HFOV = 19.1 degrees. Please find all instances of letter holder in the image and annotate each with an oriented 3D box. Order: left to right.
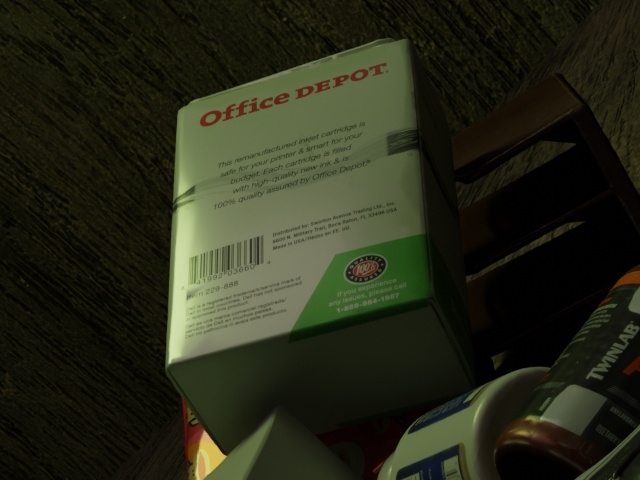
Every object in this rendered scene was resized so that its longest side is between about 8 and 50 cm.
[{"bbox_3d":[0.166,-0.020,1.686,0.214,0.152,0.302,-30,7,8],"label":"letter holder"}]

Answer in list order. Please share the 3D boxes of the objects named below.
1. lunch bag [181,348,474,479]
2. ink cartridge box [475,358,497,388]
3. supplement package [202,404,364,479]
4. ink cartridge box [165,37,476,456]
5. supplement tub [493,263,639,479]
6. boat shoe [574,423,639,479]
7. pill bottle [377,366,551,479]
[{"bbox_3d":[0.014,0.137,1.535,0.258,0.120,0.293,-33,38,24],"label":"lunch bag"},{"bbox_3d":[0.035,0.224,1.639,0.303,0.072,0.307,-45,3,8],"label":"ink cartridge box"},{"bbox_3d":[-0.044,0.271,1.275,0.177,0.175,0.293,-47,4,18],"label":"supplement package"},{"bbox_3d":[0.000,0.000,1.483,0.211,0.121,0.289,-15,44,15],"label":"ink cartridge box"},{"bbox_3d":[0.196,0.085,1.139,0.198,0.106,0.106,-50,6,-25],"label":"supplement tub"},{"bbox_3d":[0.188,0.137,1.008,0.228,0.080,0.076,-41,0,-31],"label":"boat shoe"},{"bbox_3d":[0.110,0.156,1.261,0.112,0.112,0.187,-49,6,-27],"label":"pill bottle"}]
